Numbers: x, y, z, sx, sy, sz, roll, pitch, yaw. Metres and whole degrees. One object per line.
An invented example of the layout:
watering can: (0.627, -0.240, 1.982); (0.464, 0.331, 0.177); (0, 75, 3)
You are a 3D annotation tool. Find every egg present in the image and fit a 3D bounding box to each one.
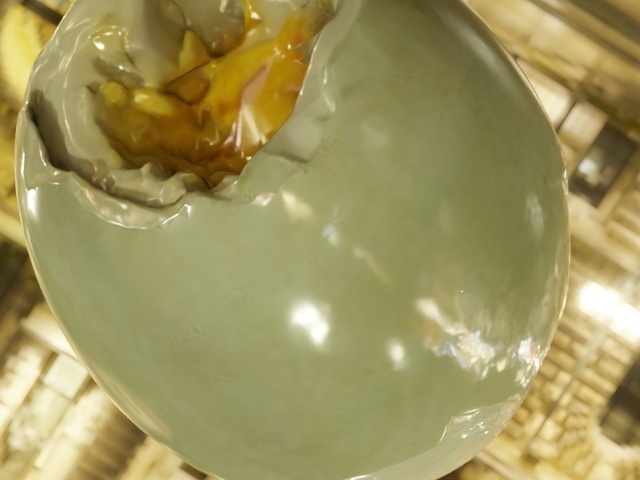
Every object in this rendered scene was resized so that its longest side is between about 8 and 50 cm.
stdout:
egg: (0.000, 0.000, 0.921); (0.278, 0.278, 0.336); (40, 171, 46)
